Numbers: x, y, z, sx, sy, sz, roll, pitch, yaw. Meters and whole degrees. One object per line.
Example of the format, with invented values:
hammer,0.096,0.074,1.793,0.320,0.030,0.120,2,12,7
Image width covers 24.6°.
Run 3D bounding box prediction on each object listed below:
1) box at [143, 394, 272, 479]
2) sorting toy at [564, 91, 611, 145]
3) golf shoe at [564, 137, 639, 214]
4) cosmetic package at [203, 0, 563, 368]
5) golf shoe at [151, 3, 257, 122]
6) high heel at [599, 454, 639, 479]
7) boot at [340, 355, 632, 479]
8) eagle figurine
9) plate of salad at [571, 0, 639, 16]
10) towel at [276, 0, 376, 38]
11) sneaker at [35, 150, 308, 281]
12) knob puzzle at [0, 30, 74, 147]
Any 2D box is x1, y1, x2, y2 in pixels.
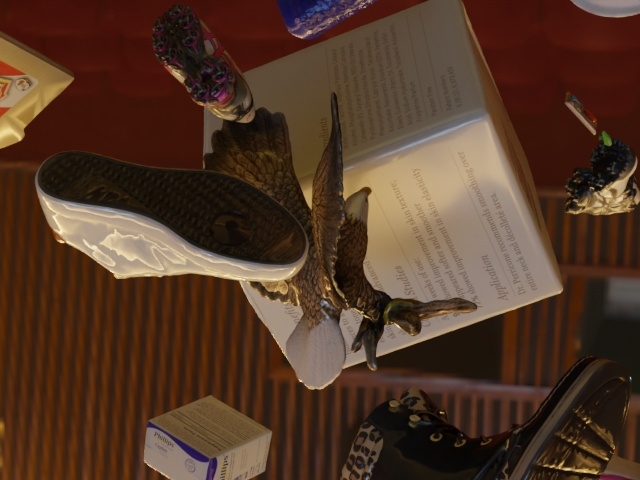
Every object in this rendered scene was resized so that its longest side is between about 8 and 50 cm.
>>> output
box,-0.163,0.296,2.115,0.126,0.072,0.137,26,-154,33
sorting toy,0.348,-0.157,1.901,0.012,0.083,0.062,-42,-173,19
golf shoe,0.413,-0.086,2.047,0.094,0.077,0.198,12,165,-8
cosmetic package,0.079,-0.074,2.030,0.394,0.329,0.327,-19,-143,11
golf shoe,-0.136,-0.201,1.707,0.086,0.067,0.186,39,-165,-52
high heel,0.394,0.335,2.007,0.244,0.117,0.082,-4,-149,3
boot,0.199,0.267,1.872,0.138,0.377,0.284,27,-175,-42
eagle figurine,0.001,-0.007,1.673,0.226,0.298,0.225,-32,-150,13
plate of salad,0.360,-0.342,1.672,0.200,0.200,0.048,15,172,38
towel,0.084,-0.319,1.226,0.308,0.227,0.076,-29,146,25
sneaker,-0.149,-0.007,1.519,0.290,0.123,0.106,17,-128,12
knob puzzle,-0.356,-0.140,1.367,0.213,0.213,0.030,-5,-127,-14
